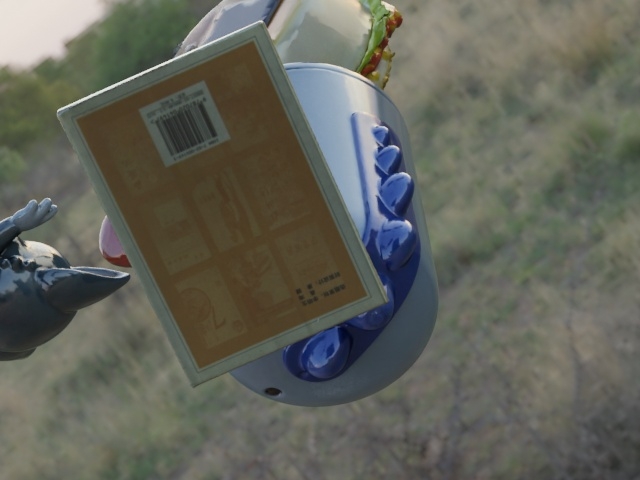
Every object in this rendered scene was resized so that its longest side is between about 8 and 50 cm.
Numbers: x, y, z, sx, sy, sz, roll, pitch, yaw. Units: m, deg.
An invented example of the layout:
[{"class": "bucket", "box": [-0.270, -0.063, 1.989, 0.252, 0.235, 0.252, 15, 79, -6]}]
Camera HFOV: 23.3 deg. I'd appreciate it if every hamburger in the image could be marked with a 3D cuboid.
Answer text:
[{"class": "hamburger", "box": [-0.047, -0.187, 1.836, 0.294, 0.179, 0.276, -12, 43, 44]}]

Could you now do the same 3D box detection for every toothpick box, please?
[{"class": "toothpick box", "box": [0.000, 0.000, 1.528, 0.263, 0.263, 0.355, -34, 34, 20]}]

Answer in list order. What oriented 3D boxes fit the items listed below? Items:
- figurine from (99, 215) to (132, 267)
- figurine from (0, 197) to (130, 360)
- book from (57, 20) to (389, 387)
[{"class": "figurine", "box": [-0.124, -0.042, 2.107, 0.261, 0.269, 0.211, -22, -46, -40]}, {"class": "figurine", "box": [-0.331, 0.038, 1.540, 0.193, 0.140, 0.265, -36, -13, 20]}, {"class": "book", "box": [-0.070, -0.025, 1.173, 0.170, 0.242, 0.018, -23, 18, 2]}]
